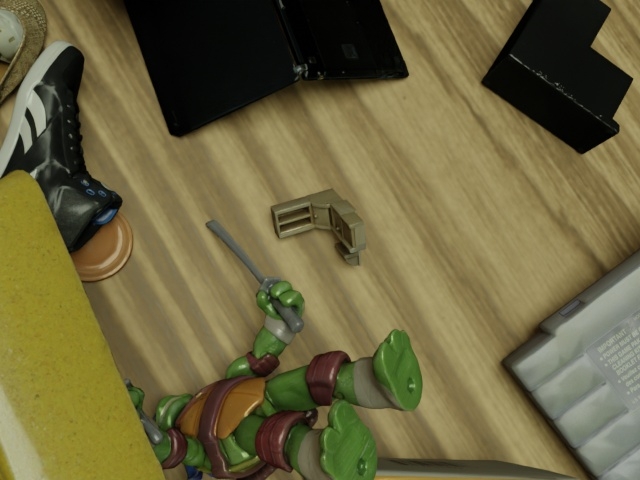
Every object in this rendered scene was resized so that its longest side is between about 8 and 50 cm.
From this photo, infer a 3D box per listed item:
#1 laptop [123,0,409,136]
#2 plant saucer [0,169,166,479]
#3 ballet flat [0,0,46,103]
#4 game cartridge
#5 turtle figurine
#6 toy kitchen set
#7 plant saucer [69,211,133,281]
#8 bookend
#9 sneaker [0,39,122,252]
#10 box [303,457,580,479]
[{"bbox_3d":[-0.065,-0.260,0.789,0.264,0.136,0.234,-14,80,-40],"label":"laptop"},{"bbox_3d":[-0.300,0.162,0.516,0.333,0.081,0.332,-28,83,18],"label":"plant saucer"},{"bbox_3d":[-0.339,-0.174,0.682,0.073,0.067,0.206,21,74,-6],"label":"ballet flat"},{"bbox_3d":[0.402,0.109,0.729,0.355,0.068,0.230,-37,82,2],"label":"game cartridge"},{"bbox_3d":[-0.072,0.100,0.566,0.198,0.266,0.274,6,81,-53],"label":"turtle figurine"},{"bbox_3d":[0.000,0.000,0.717,0.075,0.083,0.068,-17,123,-15],"label":"toy kitchen set"},{"bbox_3d":[-0.234,0.000,0.692,0.084,0.013,0.083,3,77,-12],"label":"plant saucer"},{"bbox_3d":[0.306,-0.218,0.826,0.156,0.072,0.157,34,72,-4],"label":"bookend"},{"bbox_3d":[-0.244,-0.082,0.673,0.121,0.079,0.216,18,77,-4],"label":"sneaker"},{"bbox_3d":[0.095,0.374,0.594,0.215,0.168,0.345,5,77,-11],"label":"box"}]
